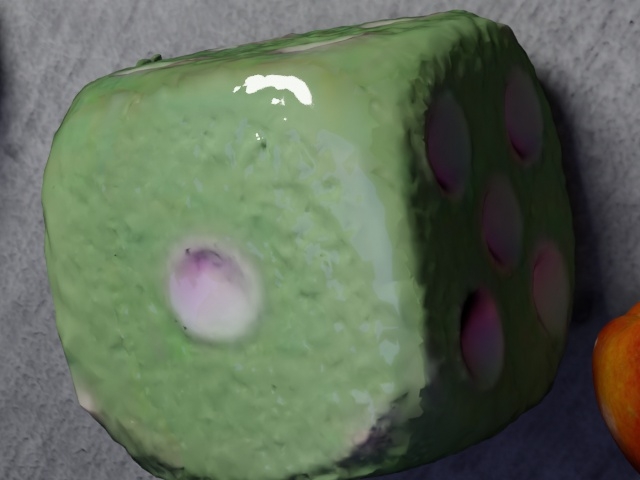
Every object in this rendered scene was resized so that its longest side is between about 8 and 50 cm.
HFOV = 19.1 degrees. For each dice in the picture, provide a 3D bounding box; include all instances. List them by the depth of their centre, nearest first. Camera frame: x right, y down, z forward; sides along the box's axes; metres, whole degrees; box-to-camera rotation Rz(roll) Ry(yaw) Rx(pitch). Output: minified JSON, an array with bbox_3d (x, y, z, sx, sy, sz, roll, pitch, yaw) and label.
[{"bbox_3d":[0.000,0.000,1.473,0.322,0.330,0.318,-5,101,28],"label":"dice"}]

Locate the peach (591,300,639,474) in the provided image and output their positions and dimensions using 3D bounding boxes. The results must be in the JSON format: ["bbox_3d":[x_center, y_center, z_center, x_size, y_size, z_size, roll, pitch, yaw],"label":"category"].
[{"bbox_3d":[0.326,0.118,1.428,0.243,0.199,0.243,13,123,21],"label":"peach"}]
